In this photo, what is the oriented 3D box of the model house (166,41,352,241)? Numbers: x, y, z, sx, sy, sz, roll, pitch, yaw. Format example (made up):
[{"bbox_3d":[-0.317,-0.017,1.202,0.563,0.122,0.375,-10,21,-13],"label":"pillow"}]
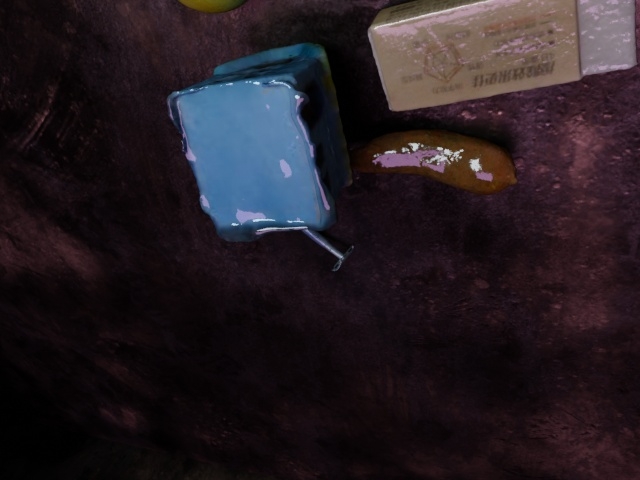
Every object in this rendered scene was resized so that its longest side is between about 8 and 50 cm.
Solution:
[{"bbox_3d":[-0.062,-0.168,0.906,0.216,0.303,0.237,-5,118,18],"label":"model house"}]

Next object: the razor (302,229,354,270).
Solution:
[{"bbox_3d":[0.000,0.000,1.210,0.135,0.068,0.040,38,133,4],"label":"razor"}]

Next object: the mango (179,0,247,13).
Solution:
[{"bbox_3d":[-0.134,-0.432,0.809,0.156,0.114,0.251,46,133,-11],"label":"mango"}]

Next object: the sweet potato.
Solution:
[{"bbox_3d":[0.185,-0.139,0.961,0.292,0.097,0.097,12,135,20],"label":"sweet potato"}]

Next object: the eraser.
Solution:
[{"bbox_3d":[0.249,-0.286,0.805,0.344,0.078,0.144,-4,130,25],"label":"eraser"}]
